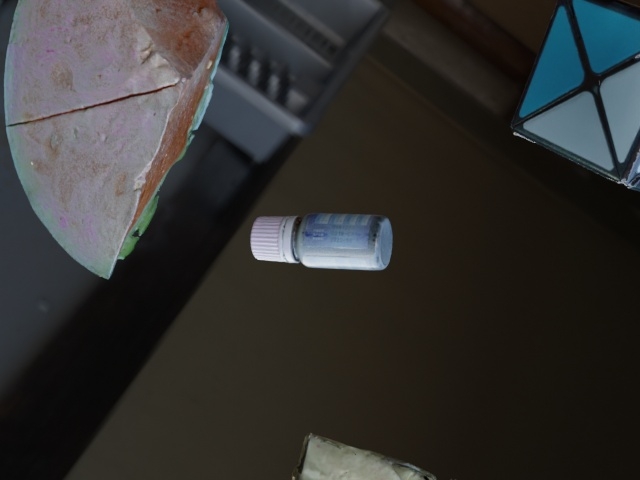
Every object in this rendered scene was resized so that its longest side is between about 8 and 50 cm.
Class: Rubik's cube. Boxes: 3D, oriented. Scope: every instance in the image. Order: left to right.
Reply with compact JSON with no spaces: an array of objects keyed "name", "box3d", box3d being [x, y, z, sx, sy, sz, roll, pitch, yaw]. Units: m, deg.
[{"name":"Rubik's cube","box3d":[0.478,-0.215,1.904,0.246,0.250,0.248,32,-73,44]}]

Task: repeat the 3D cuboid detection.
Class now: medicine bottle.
[{"name":"medicine bottle","box3d":[0.000,0.000,1.867,0.083,0.203,0.083,2,90,-73]}]

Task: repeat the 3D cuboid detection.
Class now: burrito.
[{"name":"burrito","box3d":[0.100,0.500,2.341,0.135,0.332,0.190,100,8,-61]}]

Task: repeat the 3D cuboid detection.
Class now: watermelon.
[{"name":"watermelon","box3d":[-0.208,-0.163,1.465,0.222,0.319,0.292,-4,131,-51]}]
